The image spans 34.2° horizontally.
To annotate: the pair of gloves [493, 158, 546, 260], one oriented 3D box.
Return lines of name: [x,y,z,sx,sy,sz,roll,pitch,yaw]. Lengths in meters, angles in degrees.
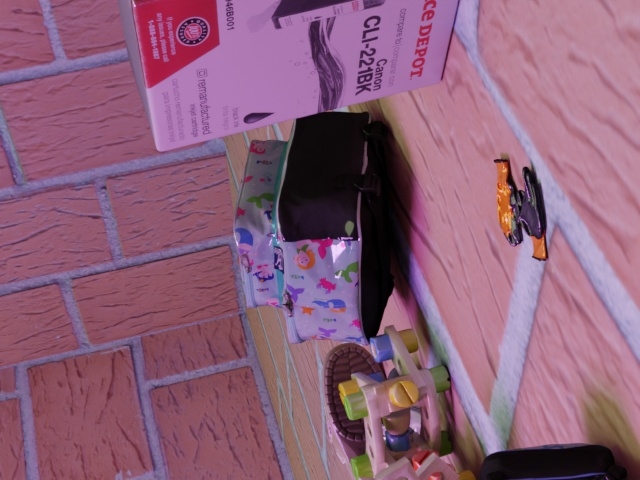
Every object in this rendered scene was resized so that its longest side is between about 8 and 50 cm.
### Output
pair of gloves: [0.155,-0.025,0.816,0.083,0.010,0.074,-139,37,-73]

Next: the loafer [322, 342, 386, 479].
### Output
loafer: [0.059,0.283,1.513,0.092,0.102,0.268,137,119,-72]

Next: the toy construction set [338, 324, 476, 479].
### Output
toy construction set: [0.106,0.239,1.091,0.328,0.151,0.215,-96,-4,-74]

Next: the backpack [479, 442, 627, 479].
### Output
backpack: [0.172,0.206,0.753,0.084,0.105,0.114,-54,-46,-72]

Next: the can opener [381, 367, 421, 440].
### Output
can opener: [0.111,0.276,1.347,0.280,0.074,0.093,90,-161,-46]

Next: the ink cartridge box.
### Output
ink cartridge box: [-0.026,-0.201,0.871,0.197,0.273,0.114,94,157,-61]

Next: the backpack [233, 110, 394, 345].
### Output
backpack: [0.000,0.000,1.231,0.225,0.191,0.253,-83,-16,-45]
